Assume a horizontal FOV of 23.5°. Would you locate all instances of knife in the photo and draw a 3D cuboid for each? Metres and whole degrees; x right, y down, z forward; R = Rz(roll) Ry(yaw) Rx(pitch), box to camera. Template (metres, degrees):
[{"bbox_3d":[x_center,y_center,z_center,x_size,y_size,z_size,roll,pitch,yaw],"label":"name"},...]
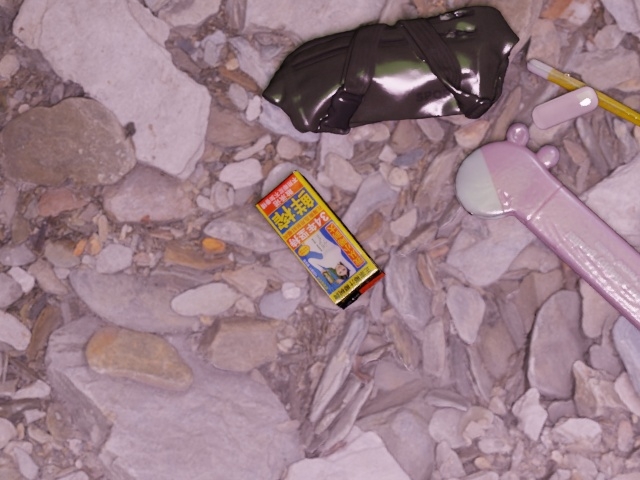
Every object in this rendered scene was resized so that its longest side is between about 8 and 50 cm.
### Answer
[{"bbox_3d":[0.331,0.020,1.833,0.398,0.038,0.132,43,88,14],"label":"knife"}]

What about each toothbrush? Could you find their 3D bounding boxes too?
[{"bbox_3d":[0.380,-0.153,1.875,0.288,0.021,0.024,30,72,14],"label":"toothbrush"}]

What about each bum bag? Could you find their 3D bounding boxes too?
[{"bbox_3d":[0.088,-0.203,1.901,0.326,0.080,0.142,-11,72,7],"label":"bum bag"}]

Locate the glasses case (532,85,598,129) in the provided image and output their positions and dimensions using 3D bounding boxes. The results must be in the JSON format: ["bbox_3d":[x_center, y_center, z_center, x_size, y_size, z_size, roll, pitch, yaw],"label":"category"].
[{"bbox_3d":[0.299,-0.162,1.879,0.083,0.021,0.032,-23,87,21],"label":"glasses case"}]

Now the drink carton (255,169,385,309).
[{"bbox_3d":[0.000,0.000,1.879,0.071,0.056,0.165,-40,74,6],"label":"drink carton"}]
